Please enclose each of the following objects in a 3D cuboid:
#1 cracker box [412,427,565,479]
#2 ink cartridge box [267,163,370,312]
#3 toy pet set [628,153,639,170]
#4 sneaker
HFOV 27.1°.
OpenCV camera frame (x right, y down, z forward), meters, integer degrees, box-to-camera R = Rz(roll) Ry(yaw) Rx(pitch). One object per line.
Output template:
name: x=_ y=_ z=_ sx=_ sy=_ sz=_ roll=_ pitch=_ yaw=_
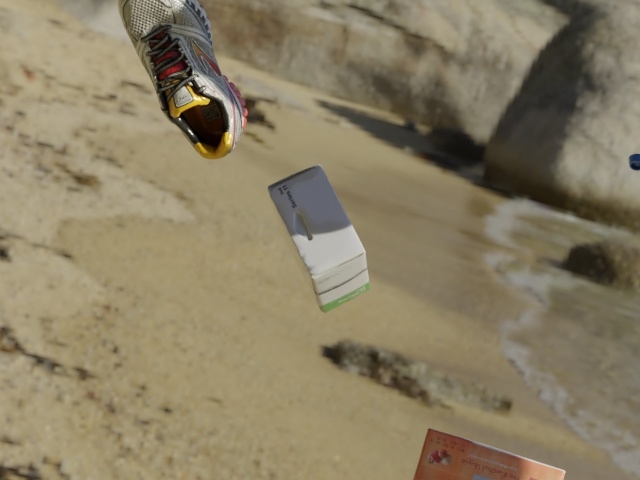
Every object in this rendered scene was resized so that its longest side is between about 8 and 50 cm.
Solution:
cracker box: x=0.188 y=0.273 z=1.527 sx=0.156 sy=0.067 sz=0.232 roll=17 pitch=-8 yaw=7
ink cartridge box: x=0.000 y=0.000 z=1.903 sx=0.087 sy=0.153 sz=0.208 roll=-26 pitch=-15 yaw=-3
toy pet set: x=0.325 y=-0.041 z=1.064 sx=0.114 sy=0.065 sz=0.122 roll=30 pitch=-36 yaw=-17
sneaker: x=-0.149 y=-0.189 z=1.468 sx=0.088 sy=0.225 sz=0.092 roll=-25 pitch=27 yaw=16
